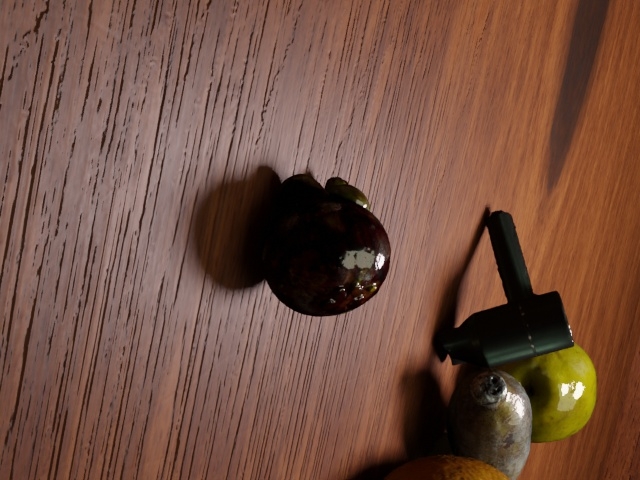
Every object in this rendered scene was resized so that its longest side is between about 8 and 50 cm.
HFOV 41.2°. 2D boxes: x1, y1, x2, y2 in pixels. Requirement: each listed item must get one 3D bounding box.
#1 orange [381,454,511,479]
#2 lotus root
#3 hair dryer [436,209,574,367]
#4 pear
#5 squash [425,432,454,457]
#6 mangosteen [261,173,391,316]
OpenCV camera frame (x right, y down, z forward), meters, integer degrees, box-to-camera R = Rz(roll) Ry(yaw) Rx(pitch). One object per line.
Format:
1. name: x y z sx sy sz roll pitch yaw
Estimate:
1. orange: 0.224 0.545 1.512 0.357 0.322 0.322 27 81 -56
2. lotus root: 0.331 0.360 1.660 0.175 0.175 0.349 -48 149 -36
3. hair dryer: 0.337 0.094 1.674 0.116 0.244 0.302 46 31 -65
4. pear: 0.476 0.316 1.866 0.307 0.253 0.252 25 82 -73
5. squash: 0.262 0.529 1.812 0.252 0.049 0.252 -29 126 -49
6. mangosteen: 0.001 0.006 1.081 0.172 0.184 0.172 -25 164 -7
